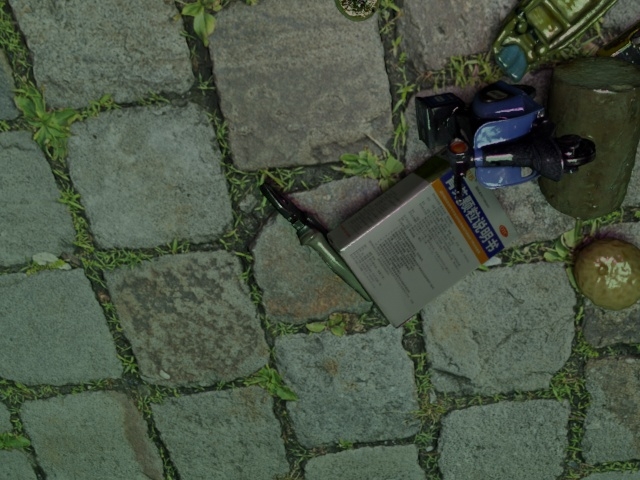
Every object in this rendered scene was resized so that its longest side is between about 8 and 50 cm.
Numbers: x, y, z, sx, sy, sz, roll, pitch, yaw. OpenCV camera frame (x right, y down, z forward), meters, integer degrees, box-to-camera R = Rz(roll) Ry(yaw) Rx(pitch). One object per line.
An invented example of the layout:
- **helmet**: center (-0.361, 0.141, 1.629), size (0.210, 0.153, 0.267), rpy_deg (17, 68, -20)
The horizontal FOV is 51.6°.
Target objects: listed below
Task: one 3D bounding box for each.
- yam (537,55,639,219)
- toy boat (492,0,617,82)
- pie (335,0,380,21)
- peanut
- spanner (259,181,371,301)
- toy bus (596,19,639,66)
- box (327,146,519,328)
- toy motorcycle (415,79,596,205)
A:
- **yam**: center (0.466, -0.182, 1.142), size (0.161, 0.161, 0.268), rpy_deg (-6, 135, 6)
- **toy boat**: center (0.403, -0.390, 1.103), size (0.111, 0.084, 0.276), rpy_deg (42, 108, -15)
- **pie**: center (0.066, -0.417, 1.132), size (0.083, 0.021, 0.084), rpy_deg (1, 118, 2)
- **peanut**: center (0.579, 0.066, 1.315), size (0.159, 0.109, 0.141), rpy_deg (30, 106, -16)
- **spanner**: center (0.000, 0.000, 1.310), size (0.040, 0.096, 0.325), rpy_deg (-39, 110, 21)
- **toy bus**: center (0.589, -0.353, 1.117), size (0.226, 0.074, 0.081), rpy_deg (-38, 109, 20)
- **box**: center (0.192, -0.009, 1.250), size (0.299, 0.106, 0.200), rpy_deg (-37, 112, -1)
- **toy motorcycle**: center (0.280, -0.165, 1.073), size (0.212, 0.359, 0.125), rpy_deg (-12, 115, -2)
